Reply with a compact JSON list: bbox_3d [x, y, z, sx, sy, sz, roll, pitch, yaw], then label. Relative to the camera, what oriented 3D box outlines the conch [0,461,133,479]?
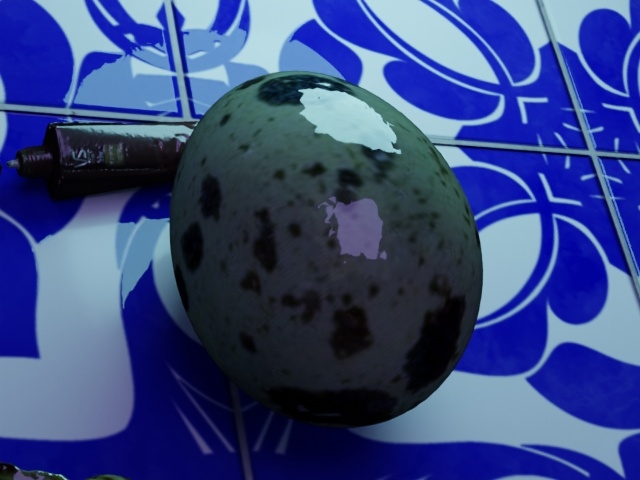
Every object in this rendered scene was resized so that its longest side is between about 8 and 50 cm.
[{"bbox_3d":[-0.215,0.254,1.418,0.187,0.181,0.124,40,37,-24],"label":"conch"}]

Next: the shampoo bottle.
[{"bbox_3d":[-0.229,-0.087,1.755,0.236,0.067,0.068,-7,66,-28],"label":"shampoo bottle"}]

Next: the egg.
[{"bbox_3d":[0.000,0.000,1.633,0.287,0.288,0.379,-6,58,-27],"label":"egg"}]
